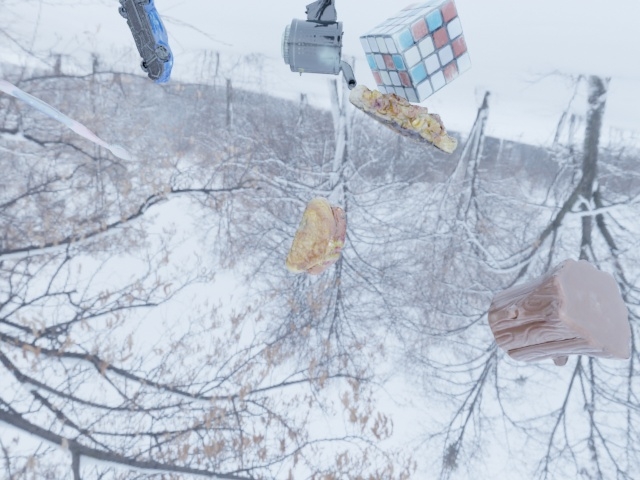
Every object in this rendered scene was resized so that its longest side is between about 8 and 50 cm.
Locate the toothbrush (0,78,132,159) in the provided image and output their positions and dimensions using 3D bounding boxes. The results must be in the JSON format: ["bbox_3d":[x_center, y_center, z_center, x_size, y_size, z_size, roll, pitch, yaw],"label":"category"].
[{"bbox_3d":[-0.491,-0.229,0.808,0.027,0.021,0.269,39,-176,41],"label":"toothbrush"}]

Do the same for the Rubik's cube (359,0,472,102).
[{"bbox_3d":[0.334,-0.668,1.470,0.256,0.253,0.259,-35,-150,-8],"label":"Rubik's cube"}]

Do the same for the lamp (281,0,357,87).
[{"bbox_3d":[-0.024,-0.776,1.688,0.272,0.374,0.205,-13,-165,9],"label":"lamp"}]

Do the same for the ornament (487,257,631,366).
[{"bbox_3d":[0.522,0.174,0.927,0.235,0.221,0.217,-23,169,-34],"label":"ornament"}]

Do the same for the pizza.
[{"bbox_3d":[0.281,-0.394,1.360,0.408,0.114,0.278,24,-168,-4],"label":"pizza"}]

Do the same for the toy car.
[{"bbox_3d":[-0.393,-0.476,0.954,0.103,0.216,0.063,-3,-158,45],"label":"toy car"}]

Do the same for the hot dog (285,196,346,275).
[{"bbox_3d":[0.000,0.000,1.300,0.153,0.257,0.150,23,-170,7],"label":"hot dog"}]
